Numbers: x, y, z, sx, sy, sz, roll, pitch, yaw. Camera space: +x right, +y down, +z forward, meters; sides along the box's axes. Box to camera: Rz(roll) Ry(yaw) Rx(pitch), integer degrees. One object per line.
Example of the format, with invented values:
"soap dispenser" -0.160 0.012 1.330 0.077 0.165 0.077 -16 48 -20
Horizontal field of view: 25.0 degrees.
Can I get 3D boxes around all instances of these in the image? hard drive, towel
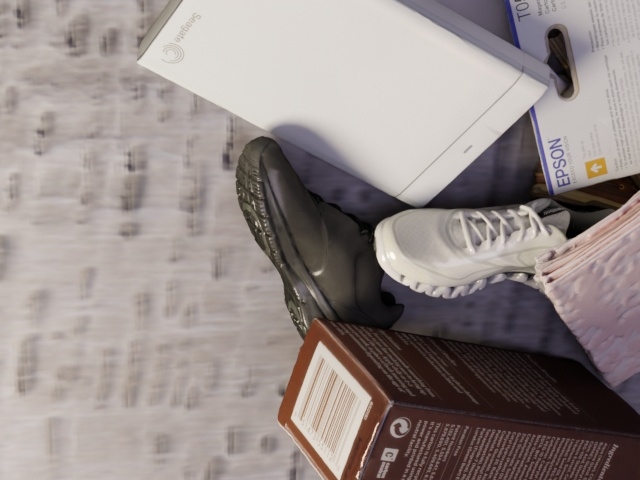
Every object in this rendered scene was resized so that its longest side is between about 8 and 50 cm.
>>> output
"hard drive" 0.021 -0.179 1.462 0.353 0.047 0.233 27 136 -19
"towel" 0.401 0.011 1.577 0.317 0.053 0.332 -35 147 4

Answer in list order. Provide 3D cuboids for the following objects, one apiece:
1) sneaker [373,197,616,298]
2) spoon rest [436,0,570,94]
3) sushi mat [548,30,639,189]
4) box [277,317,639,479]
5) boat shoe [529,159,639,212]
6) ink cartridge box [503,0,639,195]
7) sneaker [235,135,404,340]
"sneaker" 0.199 -0.003 1.561 0.292 0.110 0.118 2 151 -22
"spoon rest" 0.162 -0.229 1.514 0.276 0.084 0.137 38 98 -22
"sushi mat" 0.394 -0.138 1.611 0.151 0.019 0.316 -31 113 15
"box" 0.166 0.206 1.568 0.381 0.191 0.143 10 109 -29
"boat shoe" 0.325 -0.057 1.616 0.178 0.064 0.060 12 83 -8
"ink cartridge box" 0.361 -0.229 1.485 0.330 0.071 0.324 -14 125 8
"sneaker" 0.000 0.000 1.563 0.130 0.109 0.286 -29 122 -7
